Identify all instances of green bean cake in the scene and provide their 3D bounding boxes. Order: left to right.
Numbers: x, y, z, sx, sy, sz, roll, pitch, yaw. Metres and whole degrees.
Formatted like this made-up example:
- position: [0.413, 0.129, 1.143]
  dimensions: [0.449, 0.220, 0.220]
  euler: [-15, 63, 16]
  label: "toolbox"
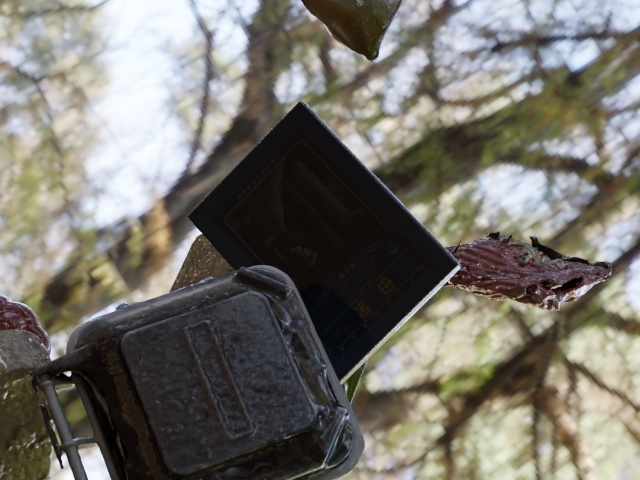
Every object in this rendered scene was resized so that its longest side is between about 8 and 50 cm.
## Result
- position: [-0.377, 0.208, 1.762]
  dimensions: [0.109, 0.085, 0.179]
  euler: [41, -51, 54]
  label: "green bean cake"

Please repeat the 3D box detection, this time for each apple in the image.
- position: [0.040, -0.398, 2.194]
  dimensions: [0.193, 0.265, 0.120]
  euler: [33, -64, -11]
  label: "apple"

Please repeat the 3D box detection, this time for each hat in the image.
- position: [0.287, 0.041, 2.246]
  dimensions: [0.286, 0.237, 0.107]
  euler: [8, -80, 44]
  label: "hat"

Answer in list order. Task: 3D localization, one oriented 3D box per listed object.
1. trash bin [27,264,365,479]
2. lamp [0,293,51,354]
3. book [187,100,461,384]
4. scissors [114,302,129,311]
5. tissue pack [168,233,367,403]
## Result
- position: [-0.142, 0.221, 1.562]
  dimensions: [0.367, 0.296, 0.256]
  euler: [106, -39, -64]
  label: "trash bin"
- position: [-0.462, 0.163, 2.018]
  dimensions: [0.182, 0.182, 0.140]
  euler: [54, 6, 8]
  label: "lamp"
- position: [0.000, 0.000, 1.613]
  dimensions: [0.269, 0.191, 0.025]
  euler: [48, 8, 19]
  label: "book"
- position: [-0.233, 0.207, 2.367]
  dimensions: [0.192, 0.029, 0.447]
  euler: [62, -18, -17]
  label: "scissors"
- position: [-0.075, 0.128, 2.105]
  dimensions: [0.275, 0.200, 0.167]
  euler: [38, -33, -23]
  label: "tissue pack"
